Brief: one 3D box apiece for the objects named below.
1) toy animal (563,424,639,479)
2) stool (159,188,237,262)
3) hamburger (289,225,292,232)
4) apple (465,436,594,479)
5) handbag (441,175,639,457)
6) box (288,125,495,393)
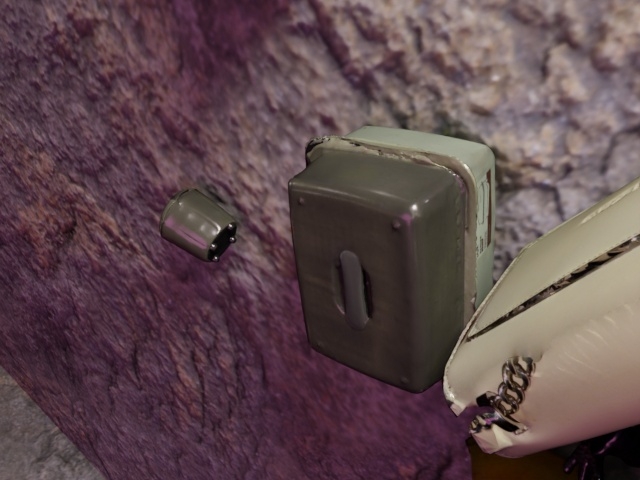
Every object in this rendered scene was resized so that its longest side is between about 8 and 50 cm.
[{"bbox_3d":[0.392,0.248,0.680,0.195,0.090,0.324,-42,109,10],"label":"toy animal"},{"bbox_3d":[-0.192,-0.022,1.048,0.110,0.096,0.096,32,136,13],"label":"stool"},{"bbox_3d":[0.000,0.000,0.920,0.076,0.044,0.083,-3,114,46],"label":"hamburger"},{"bbox_3d":[0.272,0.383,0.841,0.254,0.179,0.346,38,150,46],"label":"apple"},{"bbox_3d":[0.283,0.039,0.536,0.160,0.236,0.358,50,140,5],"label":"handbag"},{"bbox_3d":[0.084,0.020,0.762,0.220,0.166,0.290,17,127,36],"label":"box"}]
